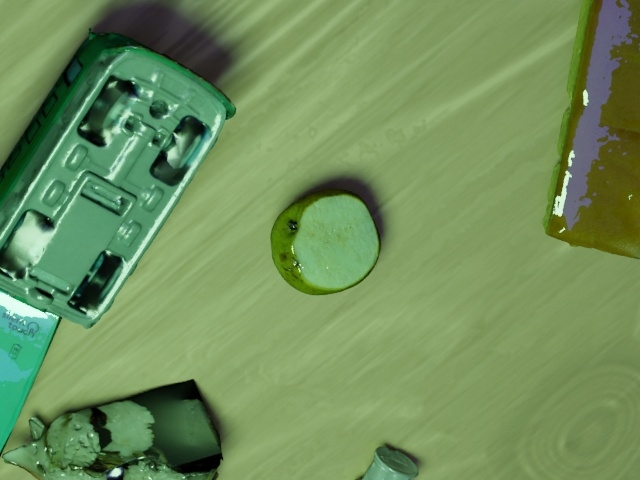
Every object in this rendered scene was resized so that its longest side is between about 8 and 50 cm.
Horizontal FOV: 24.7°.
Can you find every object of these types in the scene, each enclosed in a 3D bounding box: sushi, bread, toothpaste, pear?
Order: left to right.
[{"bbox_3d":[-0.267,0.288,1.891,0.273,0.134,0.109,-12,134,-10],"label":"sushi"},{"bbox_3d":[0.000,0.000,1.849,0.141,0.104,0.141,-5,100,-27],"label":"pear"},{"bbox_3d":[0.036,0.415,1.958,0.114,0.073,0.299,24,107,-7],"label":"toothpaste"},{"bbox_3d":[0.377,-0.164,1.848,0.138,0.077,0.361,8,101,-6],"label":"bread"}]

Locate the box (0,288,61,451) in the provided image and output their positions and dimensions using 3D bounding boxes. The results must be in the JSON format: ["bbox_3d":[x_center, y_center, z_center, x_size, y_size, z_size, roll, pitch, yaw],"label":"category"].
[{"bbox_3d":[-0.469,0.171,1.849,0.205,0.118,0.311,25,100,-10],"label":"box"}]

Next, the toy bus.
[{"bbox_3d":[-0.273,-0.087,1.761,0.184,0.199,0.343,31,98,-29],"label":"toy bus"}]
